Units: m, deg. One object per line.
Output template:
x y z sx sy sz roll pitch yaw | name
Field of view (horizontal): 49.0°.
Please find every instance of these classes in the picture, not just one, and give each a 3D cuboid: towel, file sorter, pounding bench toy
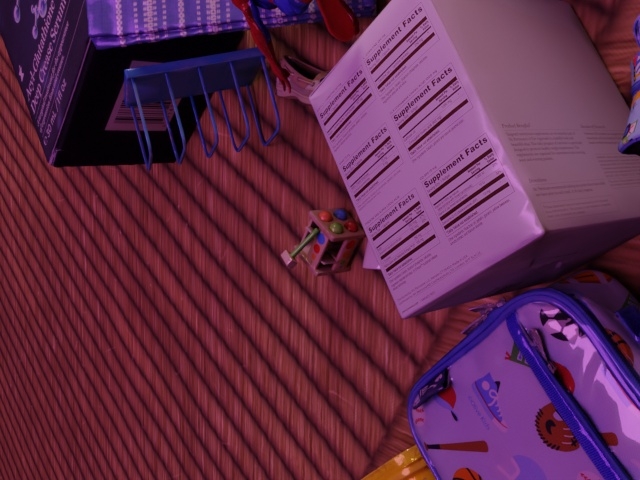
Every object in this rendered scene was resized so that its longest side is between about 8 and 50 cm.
-0.109 -0.347 0.778 0.336 0.040 0.243 -4 92 8 | towel
-0.147 -0.160 0.879 0.118 0.170 0.104 159 96 -73 | file sorter
0.000 0.000 0.813 0.052 0.083 0.065 49 131 34 | pounding bench toy

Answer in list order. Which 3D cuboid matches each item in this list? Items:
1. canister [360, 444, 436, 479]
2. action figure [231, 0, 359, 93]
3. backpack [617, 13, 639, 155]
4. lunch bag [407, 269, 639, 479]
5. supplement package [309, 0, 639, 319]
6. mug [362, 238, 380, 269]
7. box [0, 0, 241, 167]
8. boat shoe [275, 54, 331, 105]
0.117 0.307 0.728 0.126 0.073 0.170 -50 60 41 | canister
-0.003 -0.203 0.649 0.139 0.091 0.280 54 174 -33 | action figure
0.260 -0.103 0.417 0.158 0.173 0.116 -12 87 51 | backpack
0.211 0.180 0.558 0.303 0.115 0.243 59 137 20 | lunch bag
0.134 -0.071 0.556 0.149 0.194 0.203 -40 65 46 | supplement package
0.071 -0.001 0.749 0.078 0.062 0.064 2 89 43 | mug
-0.327 -0.354 1.053 0.293 0.212 0.395 -52 56 41 | box
-0.002 -0.184 0.813 0.153 0.056 0.048 28 121 53 | boat shoe
